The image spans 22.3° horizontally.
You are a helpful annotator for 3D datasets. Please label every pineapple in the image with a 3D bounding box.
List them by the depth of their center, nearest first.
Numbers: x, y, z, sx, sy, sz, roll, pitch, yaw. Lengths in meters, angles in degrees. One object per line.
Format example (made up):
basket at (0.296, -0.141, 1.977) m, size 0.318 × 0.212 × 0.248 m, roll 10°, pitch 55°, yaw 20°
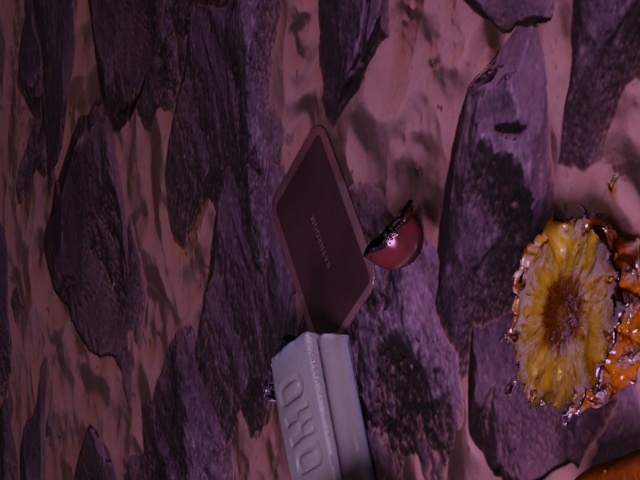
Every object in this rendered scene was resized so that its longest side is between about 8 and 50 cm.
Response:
pineapple at (0.238, 0.073, 1.524) m, size 0.221 × 0.047 × 0.221 m, roll -27°, pitch 60°, yaw 60°

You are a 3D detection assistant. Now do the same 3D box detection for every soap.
soap at (0.000, 0.216, 1.925) m, size 0.114 × 0.063 × 0.198 m, roll -43°, pitch 51°, yaw 51°

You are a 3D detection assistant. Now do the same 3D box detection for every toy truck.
toy truck at (-0.046, 0.162, 2.051) m, size 0.044 × 0.039 × 0.083 m, roll -99°, pitch 27°, yaw -57°

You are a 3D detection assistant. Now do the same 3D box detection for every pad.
pad at (0.000, 0.000, 2.019) m, size 0.176 × 0.002 × 0.266 m, roll -59°, pitch 38°, yaw 41°

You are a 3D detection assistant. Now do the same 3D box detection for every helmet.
helmet at (0.091, 0.001, 1.799) m, size 0.084 × 0.049 × 0.065 m, roll -47°, pitch 5°, yaw 16°

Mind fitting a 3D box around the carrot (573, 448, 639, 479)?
carrot at (0.286, 0.207, 1.389) m, size 0.225 × 0.067 × 0.067 m, roll -36°, pitch 55°, yaw 53°
